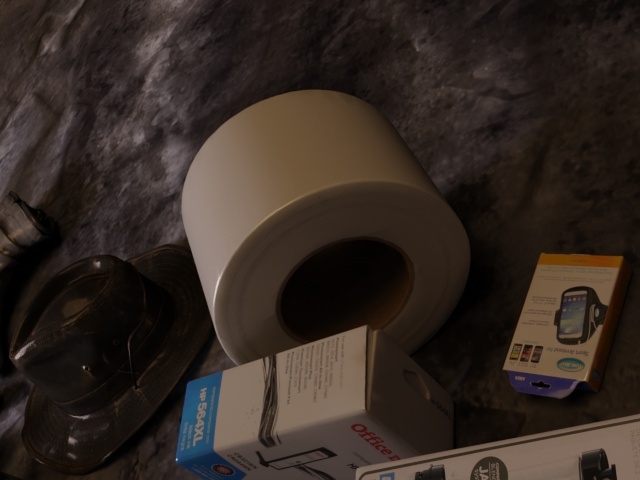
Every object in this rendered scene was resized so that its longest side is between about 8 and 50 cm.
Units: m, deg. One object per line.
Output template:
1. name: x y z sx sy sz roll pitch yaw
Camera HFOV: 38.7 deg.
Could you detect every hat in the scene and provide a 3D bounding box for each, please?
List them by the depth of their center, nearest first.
1. hat: -0.292 0.117 1.141 0.331 0.134 0.331 -23 45 26

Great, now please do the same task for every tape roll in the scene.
1. tape roll: 0.000 0.000 0.881 0.246 0.246 0.169 -39 39 10

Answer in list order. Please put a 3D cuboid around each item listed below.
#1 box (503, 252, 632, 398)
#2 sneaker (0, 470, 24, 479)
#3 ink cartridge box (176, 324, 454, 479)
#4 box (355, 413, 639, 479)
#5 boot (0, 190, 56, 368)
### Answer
1. box: 0.213 0.076 0.794 0.081 0.028 0.136 2 62 44
2. sneaker: -0.383 0.380 0.995 0.125 0.139 0.341 -42 40 3
3. ink cartridge box: -0.002 0.168 0.816 0.203 0.148 0.085 -21 45 30
4. box: 0.184 0.197 0.606 0.290 0.169 0.087 -19 47 30
5. boot: -0.504 0.049 1.413 0.223 0.118 0.338 -43 43 -3
